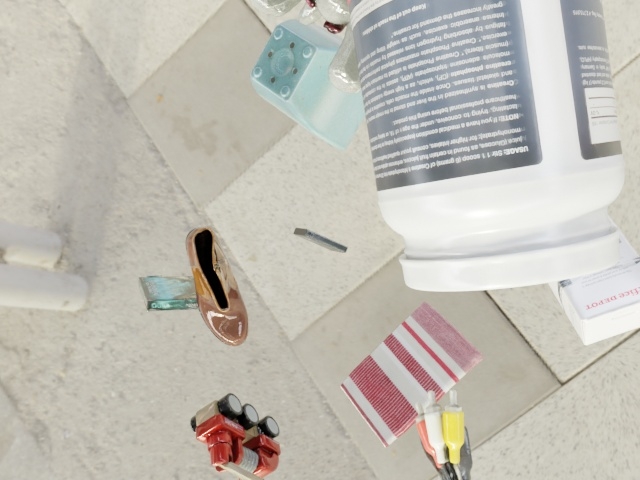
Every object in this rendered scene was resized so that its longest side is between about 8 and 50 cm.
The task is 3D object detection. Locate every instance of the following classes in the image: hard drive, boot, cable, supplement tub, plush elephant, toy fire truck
[{"bbox_3d":[0.000,0.000,1.899,0.094,0.135,0.022,8,75,66],"label":"hard drive"},{"bbox_3d":[-0.182,0.097,1.263,0.096,0.280,0.264,-12,96,-14],"label":"boot"},{"bbox_3d":[0.204,0.388,1.068,0.139,0.072,0.287,136,134,-54],"label":"cable"},{"bbox_3d":[0.130,-0.109,0.530,0.191,0.191,0.272,-7,93,22],"label":"supplement tub"},{"bbox_3d":[0.032,-0.501,1.304,0.272,0.255,0.330,33,99,-20],"label":"plush elephant"},{"bbox_3d":[-0.168,0.493,1.523,0.158,0.217,0.246,-34,40,16],"label":"toy fire truck"}]

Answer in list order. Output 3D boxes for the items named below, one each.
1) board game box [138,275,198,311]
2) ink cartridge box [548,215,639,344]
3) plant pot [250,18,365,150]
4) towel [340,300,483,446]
[{"bbox_3d":[-0.326,0.113,1.469,0.186,0.126,0.026,-148,60,-66],"label":"board game box"},{"bbox_3d":[0.584,0.081,1.414,0.172,0.100,0.237,-21,44,6],"label":"ink cartridge box"},{"bbox_3d":[-0.027,-0.406,1.668,0.248,0.252,0.247,39,107,29],"label":"plant pot"},{"bbox_3d":[0.227,0.338,1.721,0.329,0.037,0.237,-44,43,1],"label":"towel"}]
